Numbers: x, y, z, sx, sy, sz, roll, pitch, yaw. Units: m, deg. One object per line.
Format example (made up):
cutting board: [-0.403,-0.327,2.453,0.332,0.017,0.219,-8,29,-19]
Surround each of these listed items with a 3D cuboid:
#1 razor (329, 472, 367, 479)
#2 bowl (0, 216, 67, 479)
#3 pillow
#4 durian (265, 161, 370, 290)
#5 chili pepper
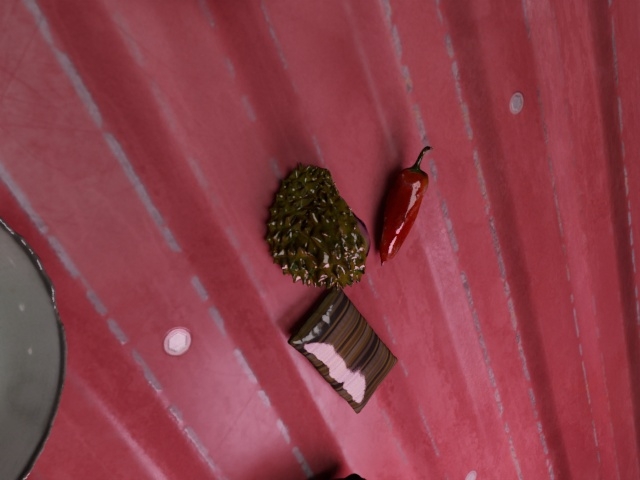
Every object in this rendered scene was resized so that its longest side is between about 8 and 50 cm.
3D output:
razor: [0.015,0.543,0.849,0.204,0.113,0.349,-19,111,-29]
bowl: [-0.381,0.104,0.415,0.313,0.146,0.314,23,58,-42]
pillow: [0.040,0.166,0.803,0.113,0.038,0.203,-48,125,-17]
durian: [0.003,0.000,0.685,0.118,0.108,0.187,-24,116,-26]
chili pepper: [0.120,-0.050,0.784,0.059,0.050,0.191,-27,138,-68]
